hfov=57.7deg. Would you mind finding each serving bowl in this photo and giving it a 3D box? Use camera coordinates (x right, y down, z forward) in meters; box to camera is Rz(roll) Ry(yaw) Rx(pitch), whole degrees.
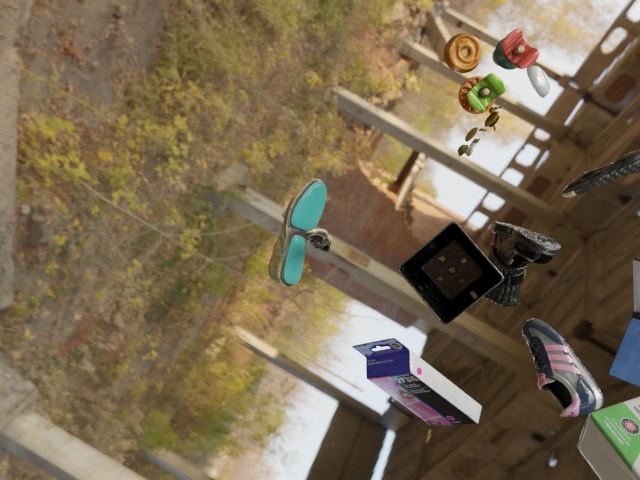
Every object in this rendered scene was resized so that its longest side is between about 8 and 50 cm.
[{"bbox_3d":[0.530,-0.387,1.398,0.027,0.083,0.083,-27,-159,38],"label":"serving bowl"}]

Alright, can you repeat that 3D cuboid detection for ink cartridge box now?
[{"bbox_3d":[0.629,0.361,0.975,0.211,0.289,0.122,-116,-165,-50],"label":"ink cartridge box"},{"bbox_3d":[0.262,0.399,1.610,0.175,0.371,0.069,-24,-148,49],"label":"ink cartridge box"}]

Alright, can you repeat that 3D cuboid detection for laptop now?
[{"bbox_3d":[1.240,0.329,2.026,0.236,0.382,0.408,-36,124,-27],"label":"laptop"}]

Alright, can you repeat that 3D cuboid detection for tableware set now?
[{"bbox_3d":[0.421,-0.284,1.525,0.154,0.024,0.104,-55,-166,2],"label":"tableware set"}]

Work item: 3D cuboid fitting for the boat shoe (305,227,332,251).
[{"bbox_3d":[0.000,0.000,1.682,0.152,0.056,0.049,25,56,-64],"label":"boat shoe"}]

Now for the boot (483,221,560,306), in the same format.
[{"bbox_3d":[0.621,0.094,1.844,0.348,0.131,0.260,-107,-150,-80],"label":"boot"}]

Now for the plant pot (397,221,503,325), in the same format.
[{"bbox_3d":[0.337,0.079,1.497,0.188,0.187,0.167,-42,171,13],"label":"plant pot"}]

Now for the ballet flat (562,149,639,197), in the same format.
[{"bbox_3d":[0.576,-0.125,1.170,0.173,0.049,0.057,-26,-161,23],"label":"ballet flat"}]

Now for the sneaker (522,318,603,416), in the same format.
[{"bbox_3d":[0.673,0.368,1.700,0.131,0.319,0.112,-15,138,-19],"label":"sneaker"}]

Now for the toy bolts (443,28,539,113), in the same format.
[{"bbox_3d":[0.442,-0.480,1.570,0.228,0.218,0.158,-38,-171,4],"label":"toy bolts"}]

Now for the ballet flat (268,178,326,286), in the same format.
[{"bbox_3d":[-0.083,-0.030,1.807,0.123,0.123,0.349,100,6,-85],"label":"ballet flat"}]
